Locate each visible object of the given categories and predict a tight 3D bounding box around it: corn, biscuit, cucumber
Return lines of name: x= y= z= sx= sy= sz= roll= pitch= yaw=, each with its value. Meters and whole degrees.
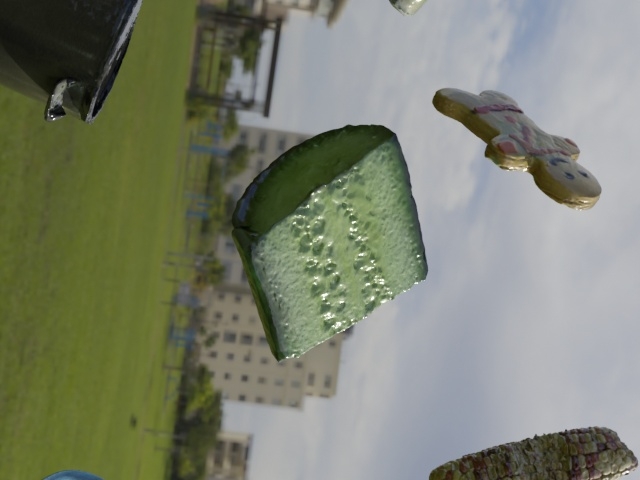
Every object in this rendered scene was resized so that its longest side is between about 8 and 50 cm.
corn: x=0.288 y=0.317 z=1.453 sx=0.098 sy=0.290 sz=0.098 roll=166 pitch=-90 yaw=-86
biscuit: x=0.250 y=-0.117 z=1.295 sx=0.234 sy=0.153 sz=0.030 roll=51 pitch=-47 yaw=36
cucumber: x=0.000 y=0.000 z=0.657 sx=0.062 sy=0.116 sz=0.115 roll=34 pitch=-33 yaw=54

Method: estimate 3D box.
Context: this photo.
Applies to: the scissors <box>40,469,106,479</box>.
scissors: x=-0.238 y=0.231 z=0.816 sx=0.256 sy=0.125 sz=0.030 roll=2 pitch=116 yaw=-52

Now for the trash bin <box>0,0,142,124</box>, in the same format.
trash bin: x=-0.378 y=-0.293 z=1.305 sx=0.203 sy=0.302 sz=0.252 roll=123 pitch=-11 yaw=-53

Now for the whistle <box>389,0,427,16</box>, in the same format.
whistle: x=0.188 y=-0.352 z=1.089 sx=0.326 sy=0.068 sz=0.057 roll=-37 pitch=-120 yaw=24
